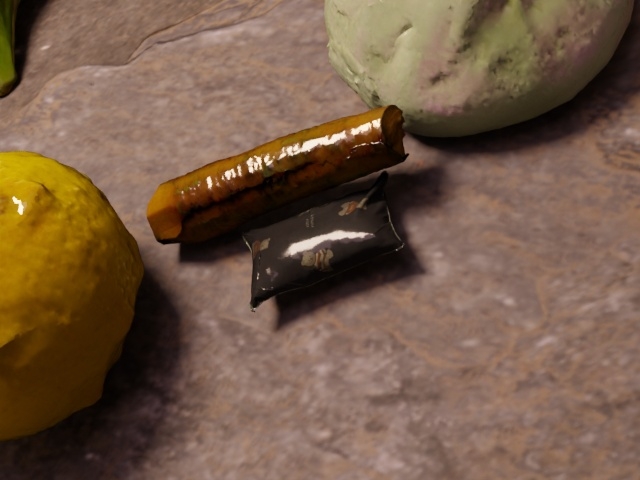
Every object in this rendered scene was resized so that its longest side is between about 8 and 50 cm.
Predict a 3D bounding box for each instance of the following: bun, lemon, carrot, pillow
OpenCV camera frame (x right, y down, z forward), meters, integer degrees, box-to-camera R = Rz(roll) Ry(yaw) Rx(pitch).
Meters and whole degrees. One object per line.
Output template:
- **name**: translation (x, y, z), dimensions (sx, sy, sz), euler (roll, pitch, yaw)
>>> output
- **bun**: translation (0.128, -0.243, 1.227), dimensions (0.293, 0.187, 0.293), euler (-14, 55, 21)
- **lemon**: translation (-0.281, 0.051, 1.208), dimensions (0.234, 0.233, 0.288), euler (4, 49, 29)
- **carrot**: translation (-0.040, -0.056, 1.243), dimensions (0.260, 0.070, 0.070), euler (-18, 52, 23)
- **pillow**: translation (0.000, 0.001, 1.212), dimensions (0.150, 0.048, 0.090), euler (-23, 28, 13)

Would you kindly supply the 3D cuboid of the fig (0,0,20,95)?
- **fig**: translation (-0.411, -0.284, 1.548), dimensions (0.206, 0.206, 0.275), euler (-22, 74, 12)
